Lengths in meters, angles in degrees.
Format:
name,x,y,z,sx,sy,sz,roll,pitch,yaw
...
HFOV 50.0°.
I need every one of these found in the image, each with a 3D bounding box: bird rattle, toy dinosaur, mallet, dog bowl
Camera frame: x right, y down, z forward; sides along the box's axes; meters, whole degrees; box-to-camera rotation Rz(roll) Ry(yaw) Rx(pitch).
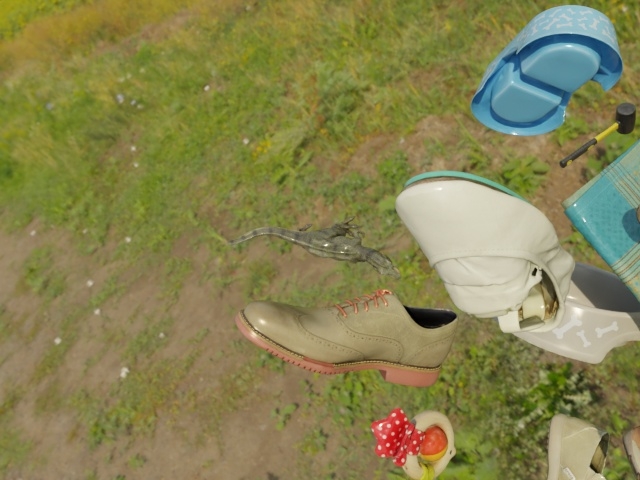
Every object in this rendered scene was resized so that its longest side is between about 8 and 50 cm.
name,x,y,z,sx,sy,sz,roll,pitch,yaw
bird rattle,0.225,0.477,1.578,0.207,0.253,0.143,-34,16,-36
toy dinosaur,0.000,0.000,1.079,0.268,0.064,0.118,10,19,8
mallet,0.554,-0.209,1.369,0.190,0.062,0.039,-30,49,-13
dog bowl,0.373,-0.280,1.150,0.297,0.166,0.074,134,153,-66
dog bowl,0.527,0.131,1.429,0.349,0.349,0.102,-137,53,-60

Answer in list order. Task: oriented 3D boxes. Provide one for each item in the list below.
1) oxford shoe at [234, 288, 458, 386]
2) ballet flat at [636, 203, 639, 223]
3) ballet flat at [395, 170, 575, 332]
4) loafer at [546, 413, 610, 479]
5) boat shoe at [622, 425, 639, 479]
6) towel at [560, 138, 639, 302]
name,x,y,z,sx,sy,sz,roll,pitch,yaw
oxford shoe,0.046,0.115,0.989,0.130,0.348,0.123,-66,33,17
ballet flat,0.577,-0.011,0.975,0.250,0.084,0.058,20,40,33
ballet flat,0.213,0.037,0.795,0.139,0.400,0.139,-10,71,31
loafer,0.382,0.380,1.010,0.092,0.102,0.268,-10,48,31
boat shoe,0.478,0.349,0.788,0.116,0.123,0.324,-32,51,5
towel,0.616,0.006,1.176,0.271,0.370,0.040,-36,-5,-15
